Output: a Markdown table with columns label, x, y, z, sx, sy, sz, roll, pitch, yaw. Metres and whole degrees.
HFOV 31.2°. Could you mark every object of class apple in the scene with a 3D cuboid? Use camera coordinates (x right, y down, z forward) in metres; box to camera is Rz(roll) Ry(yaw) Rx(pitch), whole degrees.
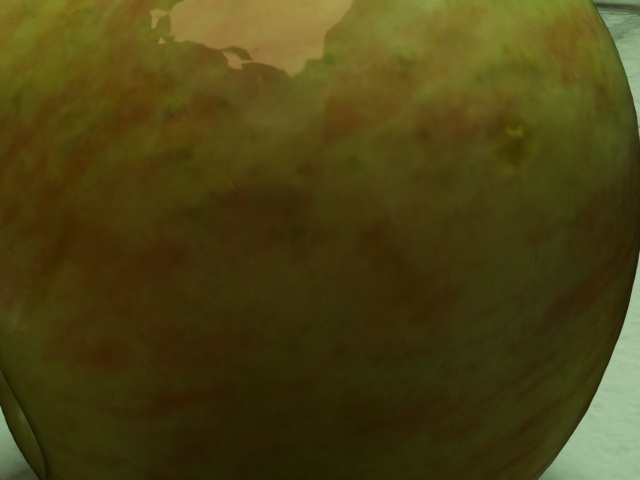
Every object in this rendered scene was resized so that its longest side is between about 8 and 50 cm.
| label | x | y | z | sx | sy | sz | roll | pitch | yaw |
| --- | --- | --- | --- | --- | --- | --- | --- | --- | --- |
| apple | -0.031 | -0.014 | 0.611 | 0.346 | 0.391 | 0.391 | -25 | 30 | -26 |
